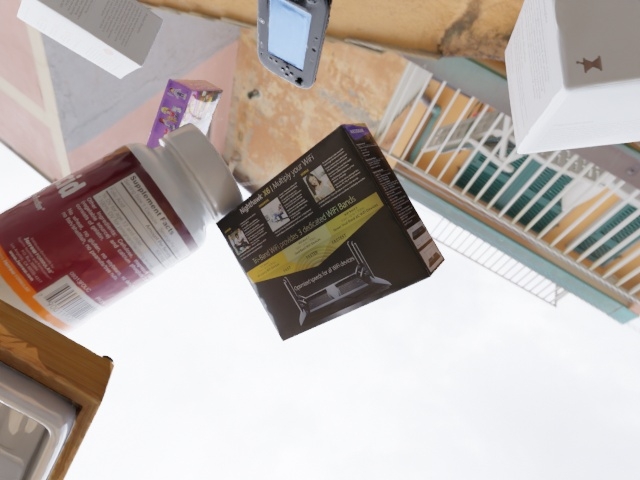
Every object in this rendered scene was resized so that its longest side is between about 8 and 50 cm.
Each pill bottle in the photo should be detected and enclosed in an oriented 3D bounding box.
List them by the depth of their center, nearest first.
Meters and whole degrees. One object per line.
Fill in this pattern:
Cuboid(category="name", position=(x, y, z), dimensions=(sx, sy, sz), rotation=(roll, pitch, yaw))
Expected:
Cuboid(category="pill bottle", position=(-0.348, -0.031, 0.743), dimensions=(0.392, 0.224, 0.224), rotation=(-36, -111, -17))

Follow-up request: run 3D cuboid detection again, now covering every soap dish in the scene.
Cuboid(category="soap dish", position=(-0.395, 0.173, 0.472), dimensions=(0.291, 0.228, 0.118), rotation=(31, -162, -2))

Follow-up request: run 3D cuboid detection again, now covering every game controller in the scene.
Cuboid(category="game controller", position=(-0.069, -0.482, 0.974), dimensions=(0.167, 0.319, 0.067), rotation=(21, -110, -2))

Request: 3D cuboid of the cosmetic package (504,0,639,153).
Cuboid(category="cosmetic package", position=(0.656, -0.431, 0.987), dimensions=(0.328, 0.394, 0.329), rotation=(-4, -98, 12))

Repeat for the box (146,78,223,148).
Cuboid(category="box", position=(-0.332, -0.224, 0.981), dimensions=(0.057, 0.293, 0.201), rotation=(27, -159, -4))

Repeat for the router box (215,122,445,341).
Cuboid(category="router box", position=(0.000, 0.000, 0.683), dimensions=(0.081, 0.309, 0.242), rotation=(-28, -92, -56))

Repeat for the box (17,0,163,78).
Cuboid(category="box", position=(-0.369, -0.358, 0.682), dimensions=(0.171, 0.130, 0.090), rotation=(26, -100, -40))
